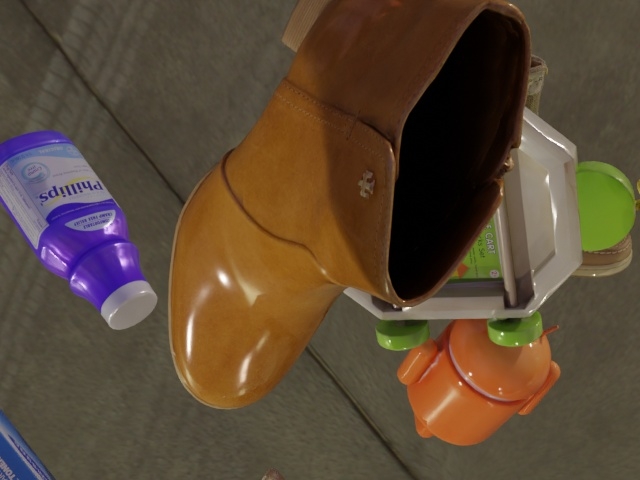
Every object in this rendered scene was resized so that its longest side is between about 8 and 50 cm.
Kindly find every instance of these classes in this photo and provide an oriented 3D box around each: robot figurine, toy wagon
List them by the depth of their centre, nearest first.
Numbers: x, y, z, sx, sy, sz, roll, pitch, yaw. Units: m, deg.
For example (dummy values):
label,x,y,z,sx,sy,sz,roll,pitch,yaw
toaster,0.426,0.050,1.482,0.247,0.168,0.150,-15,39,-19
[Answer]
label,x,y,z,sx,sy,sz,roll,pitch,yaw
toy wagon,0.159,-0.025,1.036,0.344,0.068,0.267,-3,113,18
robot figurine,0.185,0.154,1.227,0.158,0.219,0.128,40,47,7

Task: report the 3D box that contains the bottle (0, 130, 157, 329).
label,x,y,z,sx,sy,sz,roll,pitch,yaw
bottle,-0.302,-0.014,1.306,0.118,0.092,0.283,-19,58,-36

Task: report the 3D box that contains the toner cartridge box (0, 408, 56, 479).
label,x,y,z,sx,sy,sz,roll,pitch,yaw
toner cartridge box,-0.390,0.155,0.927,0.165,0.075,0.348,-36,106,-9

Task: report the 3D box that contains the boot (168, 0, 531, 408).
label,x,y,z,sx,sy,sz,roll,pitch,yaw
boot,0.001,0.000,0.558,0.104,0.211,0.295,13,106,-22

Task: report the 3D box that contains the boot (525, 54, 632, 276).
label,x,y,z,sx,sy,sz,roll,pitch,yaw
boot,0.224,-0.088,1.125,0.262,0.095,0.203,25,126,26

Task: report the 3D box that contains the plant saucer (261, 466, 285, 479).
label,x,y,z,sx,sy,sz,roll,pitch,yaw
plant saucer,-0.070,0.376,1.347,0.029,0.168,0.168,18,79,-12
